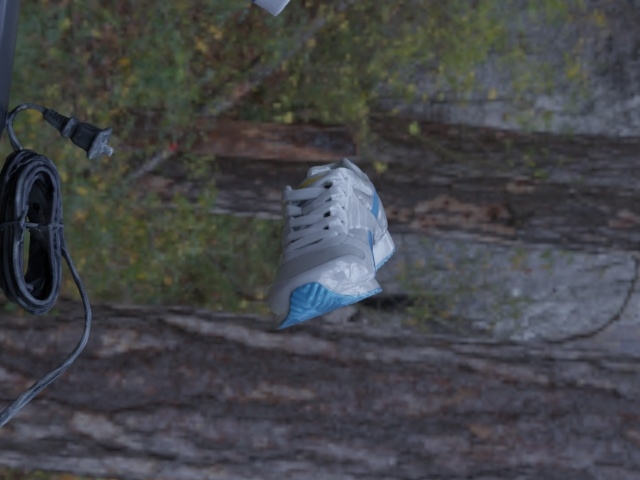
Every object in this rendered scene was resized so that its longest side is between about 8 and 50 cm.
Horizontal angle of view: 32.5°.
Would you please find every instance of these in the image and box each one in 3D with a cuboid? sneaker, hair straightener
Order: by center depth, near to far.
[{"bbox_3d":[-0.132,-0.032,0.456,0.047,0.089,0.230,97,-8,-85],"label":"hair straightener"},{"bbox_3d":[0.000,0.000,0.841,0.229,0.087,0.092,-62,132,-73],"label":"sneaker"}]

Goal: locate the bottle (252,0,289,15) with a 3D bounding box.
[{"bbox_3d":[-0.127,-0.262,0.747,0.118,0.283,0.092,-40,-160,52],"label":"bottle"}]
